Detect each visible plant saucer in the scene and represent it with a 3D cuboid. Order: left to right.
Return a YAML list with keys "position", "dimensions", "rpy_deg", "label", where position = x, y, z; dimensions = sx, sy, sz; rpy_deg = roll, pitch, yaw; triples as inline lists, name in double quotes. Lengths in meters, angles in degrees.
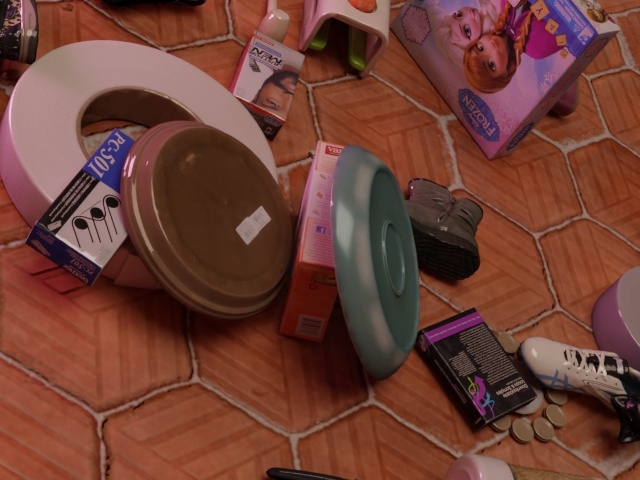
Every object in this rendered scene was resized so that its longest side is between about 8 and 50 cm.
- position: [-0.134, -0.033, 1.607]
  dimensions: [0.278, 0.041, 0.278]
  rpy_deg: [26, 51, -37]
  label: "plant saucer"
- position: [0.082, 0.026, 1.667]
  dimensions: [0.043, 0.317, 0.317]
  rpy_deg: [-8, 44, 18]
  label: "plant saucer"

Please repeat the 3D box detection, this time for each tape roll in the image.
- position: [-0.245, -0.110, 1.709]
  dimensions: [0.392, 0.072, 0.392]
  rpy_deg: [18, 46, -20]
  label: "tape roll"
- position: [0.543, 0.149, 1.992]
  dimensions: [0.219, 0.072, 0.219]
  rpy_deg: [18, 47, -20]
  label: "tape roll"

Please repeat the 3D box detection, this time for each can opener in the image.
- position: [0.020, 0.313, 1.533]
  dimensions: [0.186, 0.073, 0.059]
  rpy_deg: [18, 54, -7]
  label: "can opener"

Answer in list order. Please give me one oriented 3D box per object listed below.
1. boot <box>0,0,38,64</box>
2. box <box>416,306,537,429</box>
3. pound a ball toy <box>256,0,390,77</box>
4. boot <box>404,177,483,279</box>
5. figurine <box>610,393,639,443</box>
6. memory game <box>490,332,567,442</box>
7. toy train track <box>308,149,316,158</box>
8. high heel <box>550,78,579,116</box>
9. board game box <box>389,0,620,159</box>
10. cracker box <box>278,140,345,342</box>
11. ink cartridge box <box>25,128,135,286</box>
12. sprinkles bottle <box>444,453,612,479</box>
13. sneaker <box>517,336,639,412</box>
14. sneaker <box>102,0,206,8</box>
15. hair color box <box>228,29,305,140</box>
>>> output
- position: [-0.491, -0.331, 1.728]
  dimensions: [0.178, 0.085, 0.236]
  rpy_deg: [-2, 44, -21]
  label: "boot"
- position: [0.220, 0.180, 1.773]
  dimensions: [0.116, 0.029, 0.162]
  rpy_deg: [-17, 63, -39]
  label: "box"
- position: [0.017, -0.420, 2.090]
  dimensions: [0.208, 0.136, 0.319]
  rpy_deg: [22, 45, -16]
  label: "pound a ball toy"
- position: [0.137, -0.043, 1.907]
  dimensions: [0.246, 0.083, 0.161]
  rpy_deg: [26, 34, -14]
  label: "boot"
- position: [0.522, 0.320, 1.807]
  dimensions: [0.209, 0.092, 0.215]
  rpy_deg: [1, 72, -23]
  label: "figurine"
- position: [0.281, 0.213, 1.814]
  dimensions: [0.186, 0.012, 0.186]
  rpy_deg: [17, 47, -20]
  label: "memory game"
- position: [0.013, -0.109, 1.913]
  dimensions: [0.083, 0.014, 0.048]
  rpy_deg: [48, 44, 12]
  label: "toy train track"
- position: [0.381, -0.411, 2.311]
  dimensions: [0.181, 0.127, 0.377]
  rpy_deg: [19, 49, -33]
  label: "high heel"
- position: [0.294, -0.354, 2.079]
  dimensions: [0.066, 0.318, 0.319]
  rpy_deg: [-17, 64, -40]
  label: "board game box"
- position: [0.000, 0.000, 1.703]
  dimensions: [0.067, 0.156, 0.232]
  rpy_deg: [12, 47, -4]
  label: "cracker box"
- position: [-0.270, -0.044, 1.553]
  dimensions: [0.097, 0.046, 0.207]
  rpy_deg: [35, 44, -5]
  label: "ink cartridge box"
- position: [0.335, 0.363, 1.624]
  dimensions: [0.355, 0.121, 0.121]
  rpy_deg: [13, 48, -20]
  label: "sprinkles bottle"
- position: [0.395, 0.188, 1.841]
  dimensions: [0.237, 0.086, 0.085]
  rpy_deg: [22, 44, -23]
  label: "sneaker"
- position: [-0.281, -0.393, 1.928]
  dimensions: [0.232, 0.081, 0.090]
  rpy_deg: [15, 66, -26]
  label: "sneaker"
- position: [-0.088, -0.241, 1.932]
  dimensions: [0.093, 0.053, 0.167]
  rpy_deg: [26, 46, -13]
  label: "hair color box"
